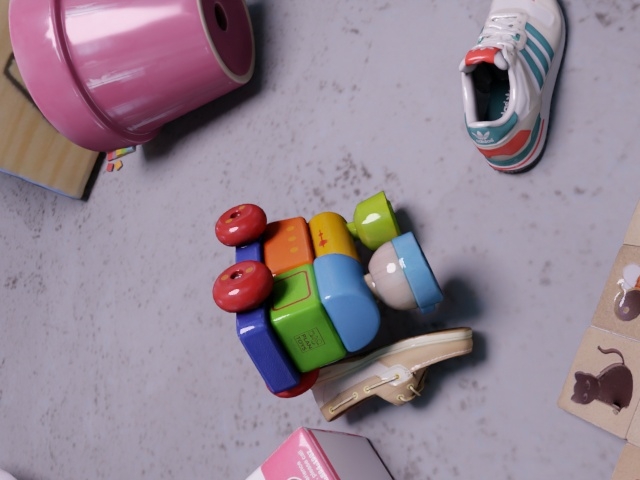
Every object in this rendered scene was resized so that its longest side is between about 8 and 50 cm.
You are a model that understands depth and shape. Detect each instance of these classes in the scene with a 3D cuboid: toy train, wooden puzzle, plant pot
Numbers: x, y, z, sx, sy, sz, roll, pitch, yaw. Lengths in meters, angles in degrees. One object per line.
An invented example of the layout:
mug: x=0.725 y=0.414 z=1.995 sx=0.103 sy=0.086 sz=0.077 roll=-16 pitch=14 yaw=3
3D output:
toy train: x=0.000 y=0.000 z=0.537 sx=0.143 sy=0.105 sz=0.248 roll=-22 pitch=30 yaw=5
wooden puzzle: x=-0.241 y=-0.124 z=0.808 sx=0.049 sy=0.006 sz=0.083 roll=-14 pitch=66 yaw=32
plant pot: x=-0.174 y=-0.203 z=0.680 sx=0.180 sy=0.201 sz=0.201 roll=-8 pitch=69 yaw=17

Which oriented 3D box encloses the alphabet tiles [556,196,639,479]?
alphabet tiles: x=0.252 y=0.049 z=0.279 sx=0.342 sy=0.011 sz=0.285 roll=16 pitch=84 yaw=67

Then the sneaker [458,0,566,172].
sneaker: x=0.137 y=-0.136 z=0.487 sx=0.057 sy=0.075 sz=0.161 roll=2 pitch=75 yaw=37

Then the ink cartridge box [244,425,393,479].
ink cartridge box: x=-0.024 y=0.261 z=0.457 sx=0.218 sy=0.092 sz=0.158 roll=-46 pitch=53 yaw=12

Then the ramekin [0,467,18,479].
ramekin: x=-0.392 y=0.358 z=0.623 sx=0.277 sy=0.135 sz=0.277 roll=-3 pitch=81 yaw=21

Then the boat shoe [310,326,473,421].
boat shoe: x=0.054 y=0.099 z=0.489 sx=0.135 sy=0.050 sz=0.045 roll=-25 pitch=75 yaw=29

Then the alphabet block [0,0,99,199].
alphabet block: x=-0.374 y=-0.183 z=0.804 sx=0.192 sy=0.193 sz=0.197 roll=17 pitch=84 yaw=40
